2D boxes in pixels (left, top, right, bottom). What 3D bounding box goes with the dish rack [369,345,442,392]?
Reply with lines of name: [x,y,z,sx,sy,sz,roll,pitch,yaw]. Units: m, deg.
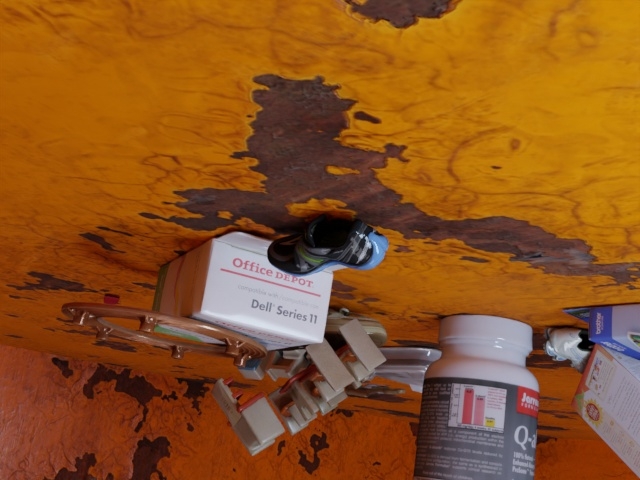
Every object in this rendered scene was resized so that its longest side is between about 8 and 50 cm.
dish rack: [0.257,0.331,1.946,0.333,0.072,0.285,21,158,-41]

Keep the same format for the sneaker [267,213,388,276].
sneaker: [0.000,0.000,0.987,0.188,0.067,0.078,-7,137,45]

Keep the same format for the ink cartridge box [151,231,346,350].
ink cartridge box: [-0.121,0.093,1.228,0.207,0.119,0.353,16,162,-23]

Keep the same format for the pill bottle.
pill bottle: [0.282,0.328,1.400,0.210,0.363,0.210,8,164,2]

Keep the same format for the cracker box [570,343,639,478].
cracker box: [0.542,0.296,1.315,0.067,0.232,0.155,-9,127,-24]

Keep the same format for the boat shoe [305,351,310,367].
boat shoe: [-0.016,0.293,1.847,0.119,0.121,0.335,5,166,-5]

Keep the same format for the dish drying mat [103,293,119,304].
dish drying mat: [-0.458,0.129,1.705,0.032,0.008,0.083,11,162,-15]

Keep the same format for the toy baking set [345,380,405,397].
toy baking set: [0.098,0.376,1.945,0.197,0.030,0.256,6,174,-19]

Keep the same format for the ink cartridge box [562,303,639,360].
ink cartridge box: [0.552,0.141,1.188,0.186,0.065,0.311,22,160,-38]

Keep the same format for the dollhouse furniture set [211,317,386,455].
dollhouse furniture set: [-0.047,0.253,1.392,0.259,0.135,0.262,-27,163,-30]

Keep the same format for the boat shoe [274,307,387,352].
boat shoe: [-0.014,0.158,1.488,0.285,0.089,0.104,2,147,9]

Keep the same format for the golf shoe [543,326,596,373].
golf shoe: [0.484,0.198,1.402,0.176,0.069,0.086,18,155,-34]

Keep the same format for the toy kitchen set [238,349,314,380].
toy kitchen set: [-0.097,0.211,1.692,0.207,0.122,0.166,-1,135,34]

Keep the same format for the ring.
ring: [-0.252,0.159,1.260,0.336,0.032,0.336,10,163,3]
